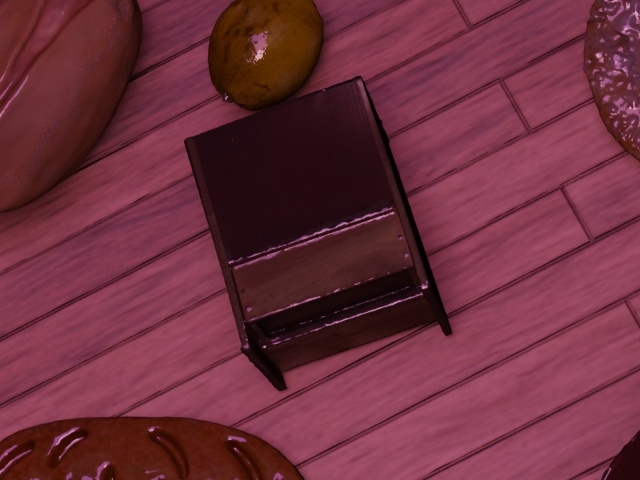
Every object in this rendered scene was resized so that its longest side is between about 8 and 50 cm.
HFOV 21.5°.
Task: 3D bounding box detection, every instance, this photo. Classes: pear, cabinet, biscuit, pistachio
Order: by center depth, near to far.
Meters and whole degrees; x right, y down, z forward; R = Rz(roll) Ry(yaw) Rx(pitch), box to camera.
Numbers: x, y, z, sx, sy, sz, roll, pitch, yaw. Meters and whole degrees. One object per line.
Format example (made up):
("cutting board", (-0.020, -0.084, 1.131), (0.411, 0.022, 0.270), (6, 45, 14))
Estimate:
("biscuit", (-0.174, 0.314, 1.514), (0.367, 0.063, 0.314), (0, 71, 11))
("cabinet", (0.000, 0.000, 1.535), (0.175, 0.148, 0.215), (-20, 65, 5))
("biscuit", (0.333, -0.130, 1.564), (0.141, 0.038, 0.290), (-35, 67, -2))
("pistachio", (-0.282, -0.145, 1.622), (0.162, 0.181, 0.293), (36, 76, 3))
("pear", (-0.055, -0.186, 1.629), (0.107, 0.107, 0.131), (36, 75, 20))

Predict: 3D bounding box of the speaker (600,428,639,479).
("speaker", (0.234, 0.206, 0.970), (0.198, 0.329, 0.259), (15, 87, 16))
